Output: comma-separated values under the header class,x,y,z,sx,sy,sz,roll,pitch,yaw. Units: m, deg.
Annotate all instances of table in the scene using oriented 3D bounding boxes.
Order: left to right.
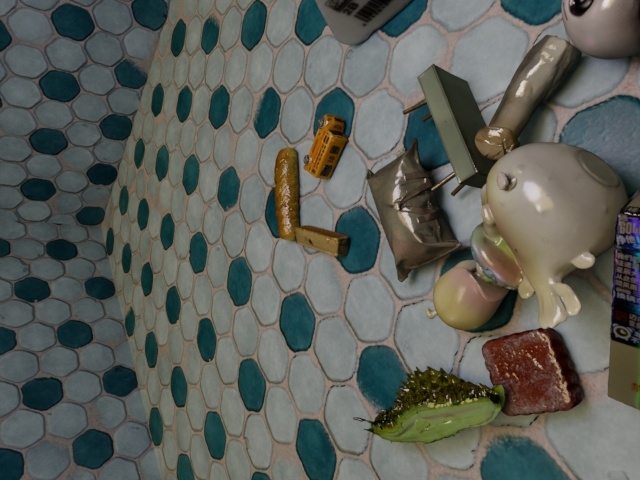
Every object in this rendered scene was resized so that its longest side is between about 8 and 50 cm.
class,x,y,z,sx,sy,sz,roll,pitch,yaw
table,0.251,-0.199,0.873,0.111,0.121,0.240,-35,61,43

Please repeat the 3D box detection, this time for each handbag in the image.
class,x,y,z,sx,sy,sz,roll,pitch,yaw
handbag,0.187,-0.064,0.939,0.182,0.117,0.270,-31,70,48

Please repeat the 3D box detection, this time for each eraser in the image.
class,x,y,z,sx,sy,sz,roll,pitch,yaw
eraser,0.092,-0.604,1.026,0.331,0.331,0.150,-21,73,47

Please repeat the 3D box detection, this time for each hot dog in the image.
class,x,y,z,sx,sy,sz,roll,pitch,yaw
hot dog,-0.098,-0.138,1.328,0.088,0.061,0.286,-14,77,36

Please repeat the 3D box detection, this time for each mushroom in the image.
class,x,y,z,sx,sy,sz,roll,pitch,yaw
mushroom,0.347,-0.240,0.765,0.223,0.081,0.092,-57,17,11

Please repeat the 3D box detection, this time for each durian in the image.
class,x,y,z,sx,sy,sz,roll,pitch,yaw
durian,0.212,0.328,0.883,0.132,0.106,0.375,53,134,1

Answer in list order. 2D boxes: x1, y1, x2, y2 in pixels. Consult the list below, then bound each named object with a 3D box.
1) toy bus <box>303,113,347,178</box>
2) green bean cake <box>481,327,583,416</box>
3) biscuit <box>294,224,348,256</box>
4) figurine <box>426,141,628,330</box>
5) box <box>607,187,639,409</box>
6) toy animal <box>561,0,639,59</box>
class,x,y,z,sx,sy,sz,roll,pitch,yaw
toy bus,0.018,-0.248,1.189,0.074,0.069,0.162,47,123,39
green bean cake,0.358,0.225,0.765,0.135,0.056,0.136,-30,65,43
biscuit,0.000,0.000,1.207,0.188,0.052,0.056,17,112,50
figurine,0.307,0.043,0.728,0.274,0.226,0.394,-87,21,-45
box,0.460,0.100,0.523,0.198,0.084,0.310,20,135,49
toy animal,0.456,-0.340,0.608,0.235,0.165,0.187,29,91,47
